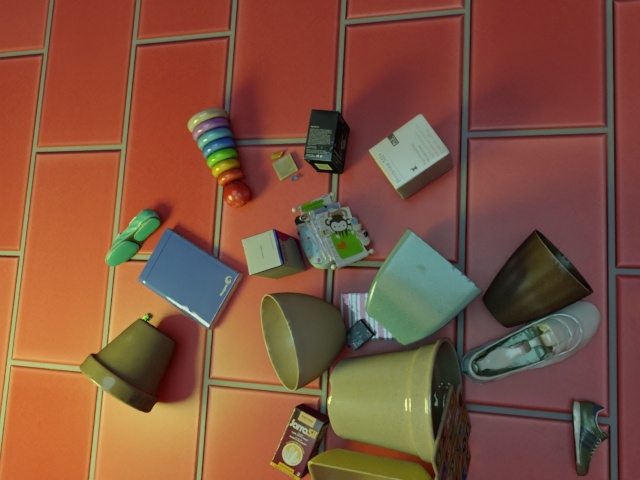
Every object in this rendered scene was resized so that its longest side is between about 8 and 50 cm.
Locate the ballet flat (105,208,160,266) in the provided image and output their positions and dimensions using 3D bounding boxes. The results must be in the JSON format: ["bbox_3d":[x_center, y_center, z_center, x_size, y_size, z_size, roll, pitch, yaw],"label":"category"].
[{"bbox_3d":[-0.653,-0.015,1.921,0.247,0.083,0.087,-44,49,6],"label":"ballet flat"}]

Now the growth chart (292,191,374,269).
[{"bbox_3d":[0.044,-0.031,1.645,0.172,0.021,0.237,-30,85,-24],"label":"growth chart"}]

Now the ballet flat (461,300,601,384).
[{"bbox_3d":[0.570,0.284,1.491,0.400,0.139,0.139,-27,76,11],"label":"ballet flat"}]

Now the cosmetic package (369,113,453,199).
[{"bbox_3d":[0.270,-0.243,1.637,0.183,0.151,0.151,-35,74,9],"label":"cosmetic package"}]

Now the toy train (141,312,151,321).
[{"bbox_3d":[-0.611,0.281,1.892,0.083,0.017,0.024,-46,63,6],"label":"toy train"}]

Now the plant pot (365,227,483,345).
[{"bbox_3d":[0.259,0.142,1.528,0.247,0.248,0.252,42,97,10],"label":"plant pot"}]

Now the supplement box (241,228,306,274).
[{"bbox_3d":[-0.136,0.046,1.680,0.114,0.220,0.111,-18,77,14],"label":"supplement box"}]

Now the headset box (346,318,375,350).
[{"bbox_3d":[0.109,0.284,1.650,0.083,0.032,0.062,-42,76,8],"label":"headset box"}]

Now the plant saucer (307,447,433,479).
[{"bbox_3d":[0.154,0.676,1.505,0.332,0.333,0.081,5,43,17],"label":"plant saucer"}]

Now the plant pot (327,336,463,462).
[{"bbox_3d":[0.199,0.433,1.504,0.305,0.334,0.334,-6,81,27],"label":"plant pot"}]

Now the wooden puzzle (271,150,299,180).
[{"bbox_3d":[-0.116,-0.242,1.822,0.078,0.014,0.116,-24,76,16],"label":"wooden puzzle"}]

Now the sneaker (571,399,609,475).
[{"bbox_3d":[0.709,0.518,1.451,0.086,0.064,0.192,-3,79,21],"label":"sneaker"}]

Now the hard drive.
[{"bbox_3d":[-0.438,0.124,1.850,0.318,0.040,0.210,30,91,18],"label":"hard drive"}]

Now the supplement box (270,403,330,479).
[{"bbox_3d":[-0.058,0.598,1.654,0.104,0.081,0.188,23,89,18],"label":"supplement box"}]

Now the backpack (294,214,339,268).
[{"bbox_3d":[0.000,0.000,1.703,0.152,0.115,0.182,-15,82,10],"label":"backpack"}]

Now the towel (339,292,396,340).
[{"bbox_3d":[0.155,0.228,1.673,0.197,0.029,0.144,-3,84,16],"label":"towel"}]

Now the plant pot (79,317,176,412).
[{"bbox_3d":[-0.586,0.381,1.769,0.263,0.263,0.229,30,75,18],"label":"plant pot"}]

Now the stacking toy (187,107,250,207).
[{"bbox_3d":[-0.319,-0.263,1.835,0.141,0.141,0.330,-24,84,12],"label":"stacking toy"}]

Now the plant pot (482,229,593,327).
[{"bbox_3d":[0.561,0.126,1.491,0.230,0.215,0.215,-44,73,21],"label":"plant pot"}]

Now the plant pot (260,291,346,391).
[{"bbox_3d":[-0.037,0.274,1.621,0.191,0.284,0.284,-12,77,-23],"label":"plant pot"}]

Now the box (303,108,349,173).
[{"bbox_3d":[0.022,-0.303,1.715,0.093,0.156,0.158,7,84,16],"label":"box"}]

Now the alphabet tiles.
[{"bbox_3d":[0.336,0.548,1.399,0.011,0.342,0.285,-4,121,28],"label":"alphabet tiles"}]

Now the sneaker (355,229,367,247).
[{"bbox_3d":[0.109,0.017,1.713,0.043,0.040,0.109,18,84,34],"label":"sneaker"}]
